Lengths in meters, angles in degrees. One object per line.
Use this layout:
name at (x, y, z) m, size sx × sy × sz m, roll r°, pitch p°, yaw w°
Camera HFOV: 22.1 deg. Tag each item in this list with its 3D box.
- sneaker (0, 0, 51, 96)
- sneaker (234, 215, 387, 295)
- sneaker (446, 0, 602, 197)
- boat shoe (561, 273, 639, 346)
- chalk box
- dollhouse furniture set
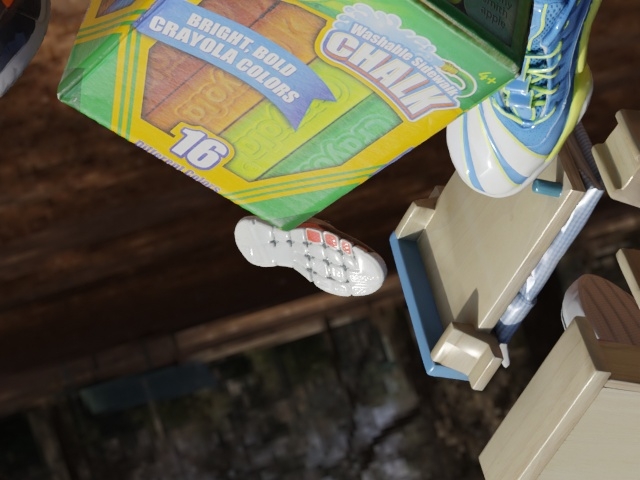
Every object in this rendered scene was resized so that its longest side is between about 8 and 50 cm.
sneaker at (-0.251, -0.163, 0.699) m, size 0.124 × 0.321 × 0.180 m, roll -48°, pitch 140°, yaw -7°
sneaker at (0.000, 0.000, 1.470) m, size 0.158 × 0.061 × 0.065 m, roll 19°, pitch -147°, yaw 30°
sneaker at (0.112, -0.123, 0.951) m, size 0.091 × 0.240 × 0.126 m, roll 25°, pitch -152°, yaw 19°
boat shoe at (0.289, 0.166, 1.612) m, size 0.121 × 0.335 × 0.119 m, roll 21°, pitch 121°, yaw -20°
chalk box at (0.009, -0.122, 0.693) m, size 0.213 × 0.132 × 0.132 m, roll -34°, pitch -147°, yaw 46°
dollhouse furniture set at (0.214, 0.001, 1.113) m, size 0.198 × 0.303 × 0.286 m, roll 9°, pitch 131°, yaw -24°
